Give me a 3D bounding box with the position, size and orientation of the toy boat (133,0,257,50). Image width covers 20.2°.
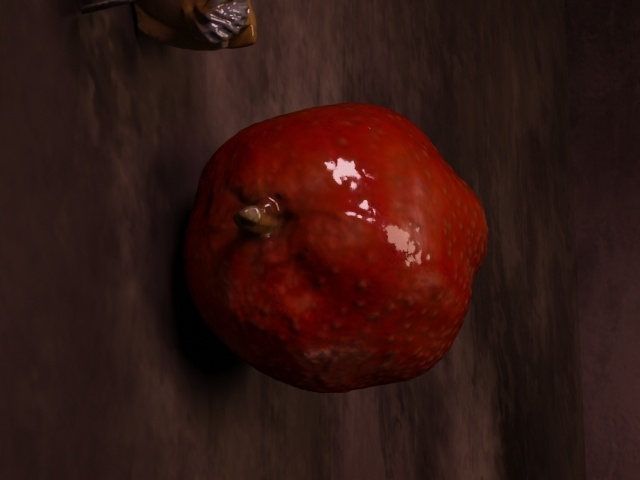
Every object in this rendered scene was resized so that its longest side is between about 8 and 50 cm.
[{"bbox_3d":[-0.086,-0.286,1.218,0.089,0.121,0.321,-8,90,-65],"label":"toy boat"}]

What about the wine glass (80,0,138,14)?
[{"bbox_3d":[-0.128,-0.263,1.113,0.103,0.103,0.231,-35,112,-69],"label":"wine glass"}]

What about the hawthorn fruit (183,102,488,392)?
[{"bbox_3d":[0.000,0.000,1.228,0.253,0.205,0.205,33,51,-59],"label":"hawthorn fruit"}]
